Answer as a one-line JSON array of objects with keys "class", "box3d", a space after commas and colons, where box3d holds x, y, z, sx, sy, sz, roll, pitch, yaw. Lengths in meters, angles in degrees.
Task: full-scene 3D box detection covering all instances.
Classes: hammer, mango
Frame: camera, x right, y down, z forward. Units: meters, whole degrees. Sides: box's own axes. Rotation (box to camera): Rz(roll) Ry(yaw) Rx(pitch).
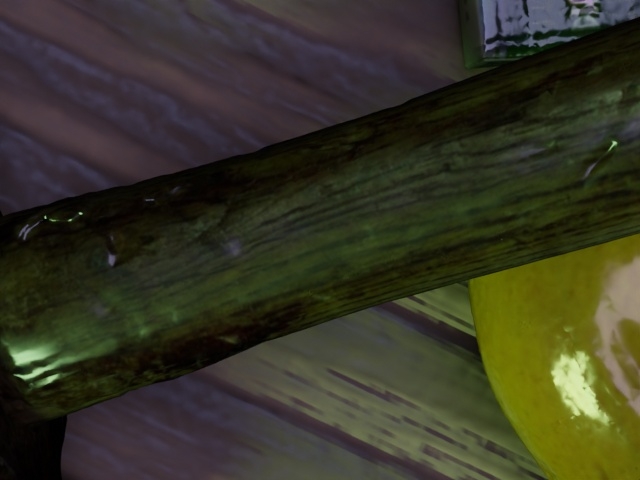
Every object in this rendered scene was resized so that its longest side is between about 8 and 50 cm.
[{"class": "hammer", "box3d": [0.000, 0.000, 0.524, 0.409, 0.095, 0.242, -17, 88, 9]}, {"class": "mango", "box3d": [0.130, 0.048, 0.592, 0.147, 0.109, 0.227, -17, 91, -33]}]

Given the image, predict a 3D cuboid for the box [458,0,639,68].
[{"class": "box", "box3d": [0.165, -0.143, 0.639, 0.235, 0.034, 0.132, -7, 90, -9]}]
